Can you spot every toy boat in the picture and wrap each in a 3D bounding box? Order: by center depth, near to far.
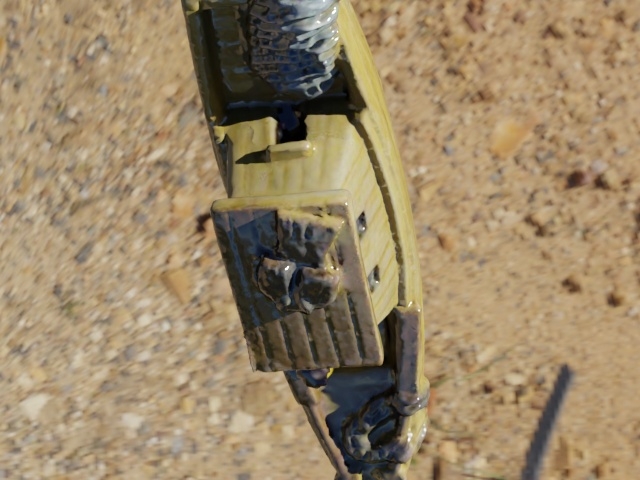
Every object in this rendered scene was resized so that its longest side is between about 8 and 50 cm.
[{"bbox_3d":[0.000,0.000,0.773,0.089,0.121,0.321,-5,125,12],"label":"toy boat"}]
